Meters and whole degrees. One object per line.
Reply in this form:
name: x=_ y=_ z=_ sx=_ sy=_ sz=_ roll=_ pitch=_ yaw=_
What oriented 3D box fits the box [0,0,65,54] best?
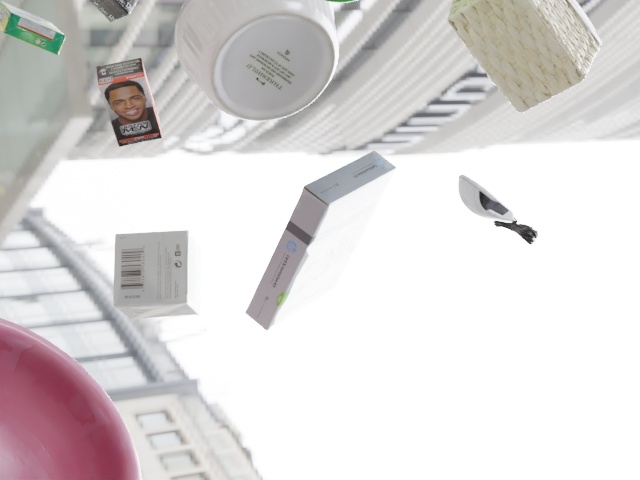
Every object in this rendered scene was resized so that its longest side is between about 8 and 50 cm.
box: x=-0.519 y=-0.379 z=2.085 sx=0.043 sy=0.105 sz=0.179 roll=-66 pitch=-151 yaw=6

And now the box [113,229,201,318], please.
box: x=-0.214 y=0.046 z=1.555 sx=0.087 sy=0.102 sz=0.101 roll=71 pitch=17 yaw=-74

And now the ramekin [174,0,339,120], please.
ramekin: x=-0.093 y=-0.317 z=1.933 sx=0.127 sy=0.273 sz=0.273 roll=-115 pitch=-146 yaw=-44

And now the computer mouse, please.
computer mouse: x=0.282 y=-0.050 z=1.960 sx=0.042 sy=0.193 sz=0.106 roll=-54 pitch=-139 yaw=3

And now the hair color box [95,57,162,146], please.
hair color box: x=-0.286 y=-0.206 z=1.771 sx=0.141 sy=0.072 sz=0.043 roll=81 pitch=-4 yaw=-54

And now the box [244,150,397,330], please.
box: x=0.000 y=0.000 z=1.306 sx=0.038 sy=0.145 sz=0.186 roll=39 pitch=-55 yaw=16

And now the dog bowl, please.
dog bowl: x=-0.356 y=0.241 z=1.150 sx=0.150 sy=0.408 sz=0.408 roll=-47 pitch=-129 yaw=32

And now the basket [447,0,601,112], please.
basket: x=0.240 y=-0.250 z=1.403 sx=0.113 sy=0.103 sz=0.167 roll=-28 pitch=-68 yaw=37

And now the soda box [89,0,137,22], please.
soda box: x=-0.392 y=-0.457 z=2.029 sx=0.060 sy=0.169 sz=0.053 roll=-9 pitch=-132 yaw=45

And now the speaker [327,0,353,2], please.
speaker: x=0.001 y=-0.375 z=1.264 sx=0.296 sy=0.131 sz=0.131 roll=-104 pitch=-154 yaw=-48
